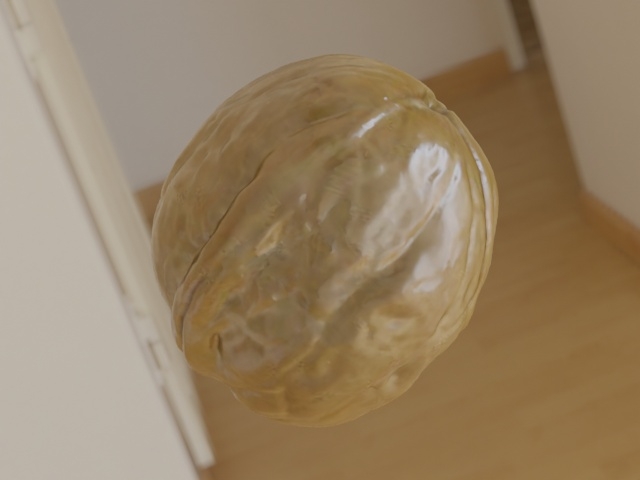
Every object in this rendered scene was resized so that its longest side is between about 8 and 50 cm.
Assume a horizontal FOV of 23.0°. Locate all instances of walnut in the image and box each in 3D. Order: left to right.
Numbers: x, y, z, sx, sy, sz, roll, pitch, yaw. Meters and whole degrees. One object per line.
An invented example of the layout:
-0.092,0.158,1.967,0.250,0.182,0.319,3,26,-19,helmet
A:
-0.001,0.000,1.333,0.313,0.277,0.252,-46,13,11,walnut
